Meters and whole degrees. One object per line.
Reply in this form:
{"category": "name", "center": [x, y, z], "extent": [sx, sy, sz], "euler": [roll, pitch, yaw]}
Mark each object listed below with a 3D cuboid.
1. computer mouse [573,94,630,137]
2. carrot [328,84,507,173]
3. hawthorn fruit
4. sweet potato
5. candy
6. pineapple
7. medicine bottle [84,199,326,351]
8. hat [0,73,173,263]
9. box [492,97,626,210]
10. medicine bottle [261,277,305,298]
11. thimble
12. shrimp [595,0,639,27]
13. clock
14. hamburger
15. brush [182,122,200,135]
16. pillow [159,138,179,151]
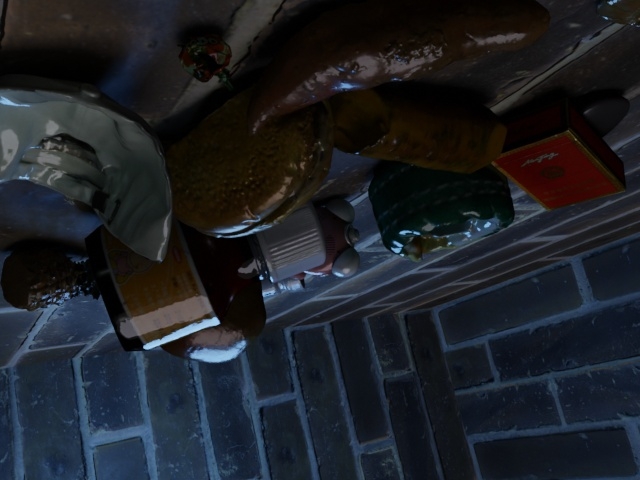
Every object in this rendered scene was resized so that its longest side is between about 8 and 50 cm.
{"category": "computer mouse", "center": [0.457, -0.194, 1.151], "extent": [0.120, 0.057, 0.232], "euler": [-6, 164, -24]}
{"category": "carrot", "center": [0.151, -0.162, 0.914], "extent": [0.302, 0.114, 0.114], "euler": [1, 160, -37]}
{"category": "hawthorn fruit", "center": [-0.281, 0.144, 1.433], "extent": [0.301, 0.267, 0.268], "euler": [2, 160, -35]}
{"category": "sweet potato", "center": [0.067, -0.213, 0.679], "extent": [0.355, 0.095, 0.106], "euler": [-17, 120, 8]}
{"category": "candy", "center": [-0.114, -0.190, 0.730], "extent": [0.056, 0.049, 0.185], "euler": [-7, 175, 6]}
{"category": "pineapple", "center": [-0.495, 0.072, 1.241], "extent": [0.128, 0.128, 0.248], "euler": [-21, 169, 28]}
{"category": "medicine bottle", "center": [-0.196, 0.026, 1.113], "extent": [0.395, 0.242, 0.242], "euler": [-23, 168, -12]}
{"category": "hat", "center": [-0.306, -0.096, 0.757], "extent": [0.258, 0.168, 0.301], "euler": [21, 176, -26]}
{"category": "box", "center": [0.415, -0.142, 1.105], "extent": [0.153, 0.074, 0.240], "euler": [-13, 150, 43]}
{"category": "medicine bottle", "center": [-0.134, 0.100, 1.668], "extent": [0.168, 0.105, 0.105], "euler": [-14, 166, 6]}
{"category": "thimble", "center": [0.222, -0.072, 1.196], "extent": [0.254, 0.167, 0.288], "euler": [-7, 163, -20]}
{"category": "shrimp", "center": [0.459, -0.297, 0.758], "extent": [0.267, 0.061, 0.145], "euler": [-12, 175, -15]}
{"category": "clock", "center": [0.000, 0.000, 1.297], "extent": [0.162, 0.165, 0.093], "euler": [-10, 166, 19]}
{"category": "hamburger", "center": [-0.096, -0.088, 0.838], "extent": [0.283, 0.156, 0.144], "euler": [-32, 174, 24]}
{"category": "brush", "center": [-0.143, -0.138, 0.942], "extent": [0.083, 0.011, 0.205], "euler": [-16, 165, 18]}
{"category": "pillow", "center": [-0.266, -0.101, 0.931], "extent": [0.135, 0.034, 0.211], "euler": [-7, 166, -34]}
